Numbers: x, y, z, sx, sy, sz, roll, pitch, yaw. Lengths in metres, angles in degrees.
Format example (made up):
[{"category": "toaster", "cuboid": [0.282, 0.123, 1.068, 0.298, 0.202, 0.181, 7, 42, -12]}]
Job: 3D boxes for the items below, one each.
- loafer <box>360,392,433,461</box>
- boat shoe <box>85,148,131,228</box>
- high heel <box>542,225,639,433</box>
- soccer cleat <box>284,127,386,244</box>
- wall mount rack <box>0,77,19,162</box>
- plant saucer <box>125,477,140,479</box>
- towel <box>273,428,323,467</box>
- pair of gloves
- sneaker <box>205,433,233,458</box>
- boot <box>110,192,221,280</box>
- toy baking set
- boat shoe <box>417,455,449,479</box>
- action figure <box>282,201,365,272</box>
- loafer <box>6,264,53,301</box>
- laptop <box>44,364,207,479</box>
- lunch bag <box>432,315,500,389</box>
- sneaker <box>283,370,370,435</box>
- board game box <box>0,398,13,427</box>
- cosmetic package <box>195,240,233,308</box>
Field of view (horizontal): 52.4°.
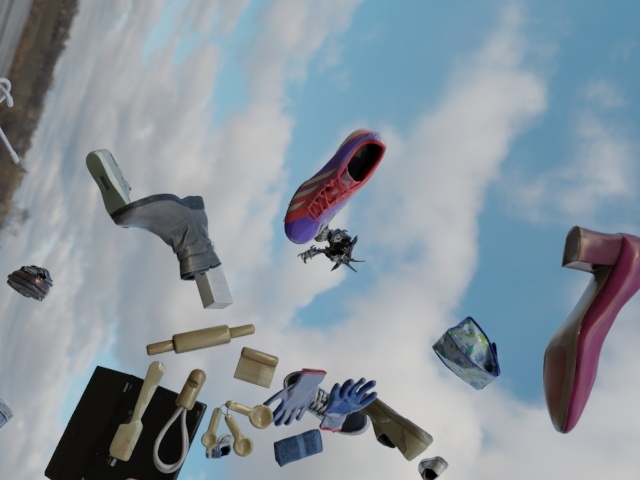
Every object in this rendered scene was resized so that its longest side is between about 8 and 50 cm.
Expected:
[{"category": "loafer", "cuboid": [0.170, 0.480, 1.684, 0.092, 0.102, 0.268, -54, -146, -12]}, {"category": "boat shoe", "cuboid": [-0.560, -0.147, 1.792, 0.079, 0.227, 0.081, -14, -163, 29]}, {"category": "high heel", "cuboid": [0.511, 0.164, 1.152, 0.127, 0.181, 0.377, 131, -28, -81]}, {"category": "soccer cleat", "cuboid": [0.031, -0.118, 1.467, 0.318, 0.108, 0.116, -50, -163, 6]}, {"category": "wall mount rack", "cuboid": [-0.967, -0.287, 1.795, 0.350, 0.130, 0.304, -45, 176, -35]}, {"category": "plant saucer", "cuboid": [-0.236, 0.512, 1.014, 0.259, 0.258, 0.048, -73, 176, -45]}, {"category": "towel", "cuboid": [-0.054, 0.503, 1.583, 0.029, 0.119, 0.067, -141, -139, -65]}, {"category": "pair of gloves", "cuboid": [-0.001, 0.287, 1.150, 0.159, 0.198, 0.023, -60, -149, 31]}, {"category": "sneaker", "cuboid": [-0.290, 0.625, 1.955, 0.058, 0.135, 0.052, 4, -82, 20]}, {"category": "boot", "cuboid": [-0.381, -0.002, 1.698, 0.118, 0.338, 0.223, -20, -96, 30]}, {"category": "toy baking set", "cuboid": [-0.177, 0.226, 0.945, 0.030, 0.256, 0.197, 146, -62, -67]}, {"category": "boat shoe", "cuboid": [0.188, 0.401, 1.125, 0.035, 0.035, 0.100, -42, 172, -29]}, {"category": "action figure", "cuboid": [0.000, 0.000, 1.937, 0.275, 0.141, 0.164, 44, -49, 16]}, {"category": "loafer", "cuboid": [-0.797, 0.102, 1.798, 0.302, 0.109, 0.095, -6, -135, 57]}, {"category": "laptop", "cuboid": [-0.626, 0.637, 2.074, 0.236, 0.408, 0.382, 122, -10, -70]}, {"category": "lunch bag", "cuboid": [0.351, 0.271, 1.524, 0.151, 0.096, 0.129, 56, -19, 19]}, {"category": "sneaker", "cuboid": [0.008, 0.480, 1.934, 0.282, 0.153, 0.099, 18, -116, 35]}, {"category": "board game box", "cuboid": [-0.628, 0.270, 1.114, 0.060, 0.194, 0.194, -20, -157, 46]}, {"category": "cosmetic package", "cuboid": [-0.381, 0.115, 2.212, 0.060, 0.099, 0.239, -30, -111, 24]}]
